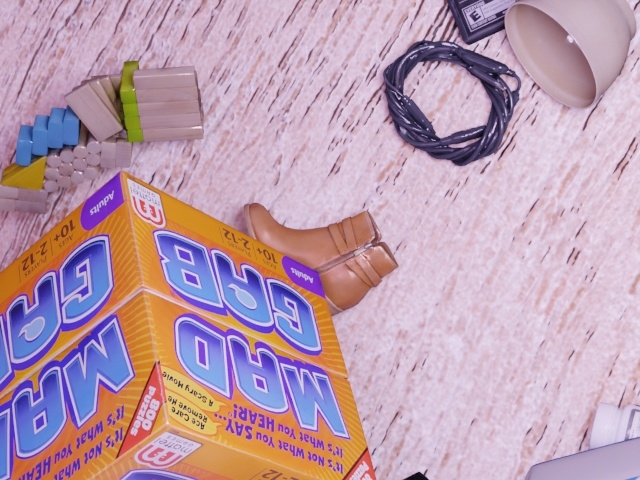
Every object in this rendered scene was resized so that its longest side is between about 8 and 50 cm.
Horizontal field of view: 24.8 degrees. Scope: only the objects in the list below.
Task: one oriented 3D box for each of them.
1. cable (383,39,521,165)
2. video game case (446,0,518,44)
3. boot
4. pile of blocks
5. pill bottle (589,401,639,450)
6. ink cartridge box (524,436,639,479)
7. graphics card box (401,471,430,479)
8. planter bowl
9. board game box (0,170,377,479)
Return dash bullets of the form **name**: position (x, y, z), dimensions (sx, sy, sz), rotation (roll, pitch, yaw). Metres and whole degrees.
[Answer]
- **cable**: position (0.166, -0.184, 1.923), dimensions (0.184, 0.047, 0.150), rotation (23, 100, 14)
- **video game case**: position (0.268, -0.425, 1.899), dimensions (0.275, 0.035, 0.248), rotation (-24, 82, 16)
- **boot**: position (0.000, 0.000, 1.953), dimensions (0.152, 0.073, 0.197), rotation (-35, 91, 15)
- **pile of blocks**: position (-0.322, -0.166, 2.028), dimensions (0.362, 0.112, 0.149), rotation (-25, 123, 13)
- **pill bottle**: position (0.409, 0.247, 1.808), dimensions (0.137, 0.078, 0.078), rotation (12, 92, 18)
- **ink cartridge box**: position (0.431, 0.435, 1.709), dimensions (0.285, 0.166, 0.395), rotation (-18, 96, 17)
- **graphics card box**: position (0.013, 0.465, 1.847), dimensions (0.094, 0.233, 0.371), rotation (44, 102, 14)
- **planter bowl**: position (0.325, -0.262, 1.824), dimensions (0.109, 0.162, 0.162), rotation (-40, 76, -15)
- **board game box**: position (-0.205, 0.207, 1.765), dimensions (0.356, 0.356, 0.356), rotation (-37, 48, 25)
